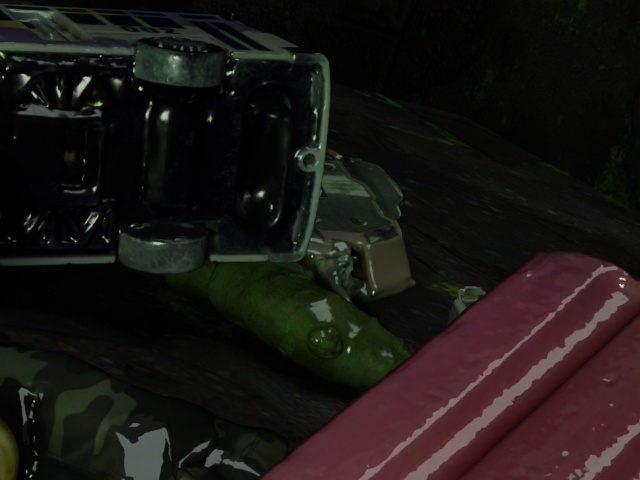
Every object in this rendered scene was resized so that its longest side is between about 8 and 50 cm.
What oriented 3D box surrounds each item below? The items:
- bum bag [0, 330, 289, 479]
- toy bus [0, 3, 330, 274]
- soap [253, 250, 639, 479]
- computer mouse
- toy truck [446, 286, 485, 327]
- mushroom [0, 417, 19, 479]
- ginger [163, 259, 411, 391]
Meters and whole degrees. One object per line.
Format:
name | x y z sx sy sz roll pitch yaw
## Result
bum bag | -0.176 0.120 1.012 0.340 0.095 0.144 15 18 19
toy bus | -0.234 -0.097 1.396 0.439 0.209 0.249 -2 19 -25
soap | 0.119 0.161 0.857 0.233 0.128 0.359 25 43 34
computer mouse | -0.001 0.005 1.710 0.199 0.115 0.389 1 27 -14
toy truck | 0.187 0.133 1.491 0.125 0.101 0.242 4 19 -13
mushroom | -0.262 0.137 0.759 0.159 0.122 0.328 30 14 6
ginger | -0.036 0.060 1.491 0.290 0.089 0.137 25 -13 44
